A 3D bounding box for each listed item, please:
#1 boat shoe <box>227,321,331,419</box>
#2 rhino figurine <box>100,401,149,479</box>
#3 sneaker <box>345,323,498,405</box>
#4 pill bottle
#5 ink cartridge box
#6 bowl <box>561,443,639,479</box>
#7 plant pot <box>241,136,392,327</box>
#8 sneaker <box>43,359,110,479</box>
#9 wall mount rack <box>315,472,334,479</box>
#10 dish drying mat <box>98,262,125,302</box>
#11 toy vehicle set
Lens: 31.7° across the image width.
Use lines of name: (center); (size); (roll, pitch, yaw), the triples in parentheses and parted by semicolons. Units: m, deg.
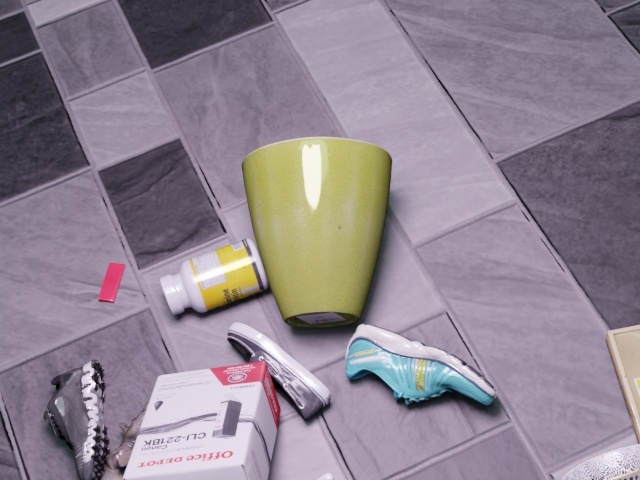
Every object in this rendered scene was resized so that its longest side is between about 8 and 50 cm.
boat shoe: (-0.088, 0.232, 1.972); (0.228, 0.080, 0.076); (37, 67, 17)
rhino figurine: (-0.324, 0.380, 1.890); (0.073, 0.106, 0.243); (21, 57, -15)
sneaker: (0.172, 0.234, 1.940); (0.275, 0.107, 0.109); (17, 81, 22)
pill bottle: (-0.195, 0.071, 2.065); (0.184, 0.103, 0.103); (-20, 58, -6)
ink cartridge box: (-0.184, 0.327, 1.816); (0.197, 0.114, 0.273); (-9, 28, 10)
bowl: (0.474, 0.388, 1.776); (0.170, 0.170, 0.080); (-22, 89, -7)
plant pot: (0.000, 0.000, 2.018); (0.275, 0.275, 0.293); (-4, 74, 4)
sneaker: (-0.425, 0.320, 1.954); (0.106, 0.078, 0.234); (-12, 53, 2)
wall mount rack: (-0.097, 0.519, 1.755); (0.304, 0.130, 0.350); (-14, 58, -3)
dish drying mat: (-0.396, 0.080, 2.139); (0.032, 0.008, 0.083); (5, 58, 9)
toy vehicle set: (0.597, 0.259, 1.893); (0.166, 0.035, 0.266); (-10, 57, 0)
